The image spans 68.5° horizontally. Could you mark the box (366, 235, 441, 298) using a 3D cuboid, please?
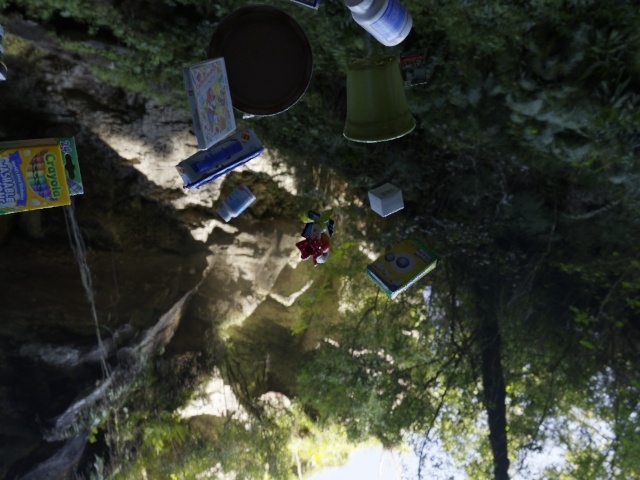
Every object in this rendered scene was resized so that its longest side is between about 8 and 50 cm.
[{"bbox_3d":[0.221,0.063,1.234,0.179,0.043,0.105,-33,-123,-19],"label":"box"}]

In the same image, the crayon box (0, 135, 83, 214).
[{"bbox_3d":[-0.905,-0.198,1.432,0.323,0.202,0.083,-15,-147,-32],"label":"crayon box"}]

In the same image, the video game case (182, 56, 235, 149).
[{"bbox_3d":[-0.293,-0.375,1.267,0.026,0.206,0.227,0,-153,13],"label":"video game case"}]

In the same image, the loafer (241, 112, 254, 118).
[{"bbox_3d":[-0.247,-0.500,1.663,0.050,0.148,0.056,0,-130,-22],"label":"loafer"}]

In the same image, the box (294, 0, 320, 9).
[{"bbox_3d":[-0.036,-0.788,1.319,0.137,0.225,0.036,23,-161,7],"label":"box"}]

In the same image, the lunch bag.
[{"bbox_3d":[-0.342,-0.272,1.582,0.304,0.114,0.243,-30,-164,-6],"label":"lunch bag"}]

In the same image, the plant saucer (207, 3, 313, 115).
[{"bbox_3d":[-0.178,-0.531,1.400,0.311,0.310,0.050,7,-165,-4],"label":"plant saucer"}]

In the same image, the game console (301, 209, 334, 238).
[{"bbox_3d":[-0.013,-0.049,1.935,0.122,0.107,0.071,24,-126,15],"label":"game console"}]

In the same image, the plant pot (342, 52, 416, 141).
[{"bbox_3d":[0.201,-0.533,1.720,0.277,0.253,0.276,-8,-148,5],"label":"plant pot"}]

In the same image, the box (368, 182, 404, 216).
[{"bbox_3d":[0.264,-0.165,1.897,0.101,0.087,0.102,-25,-148,-14],"label":"box"}]

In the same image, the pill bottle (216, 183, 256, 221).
[{"bbox_3d":[-0.356,-0.156,1.971,0.160,0.087,0.087,-44,-130,-4],"label":"pill bottle"}]

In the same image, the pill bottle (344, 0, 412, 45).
[{"bbox_3d":[0.209,-0.845,1.727,0.152,0.152,0.272,39,-164,36],"label":"pill bottle"}]

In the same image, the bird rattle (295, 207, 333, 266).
[{"bbox_3d":[0.000,0.000,1.825,0.143,0.206,0.253,-10,-126,14],"label":"bird rattle"}]

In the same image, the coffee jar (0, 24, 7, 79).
[{"bbox_3d":[-1.008,-0.570,1.417,0.096,0.079,0.184,-8,-102,-15],"label":"coffee jar"}]

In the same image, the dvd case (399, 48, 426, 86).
[{"bbox_3d":[0.339,-0.632,1.721,0.087,0.119,0.013,-11,-164,4],"label":"dvd case"}]
